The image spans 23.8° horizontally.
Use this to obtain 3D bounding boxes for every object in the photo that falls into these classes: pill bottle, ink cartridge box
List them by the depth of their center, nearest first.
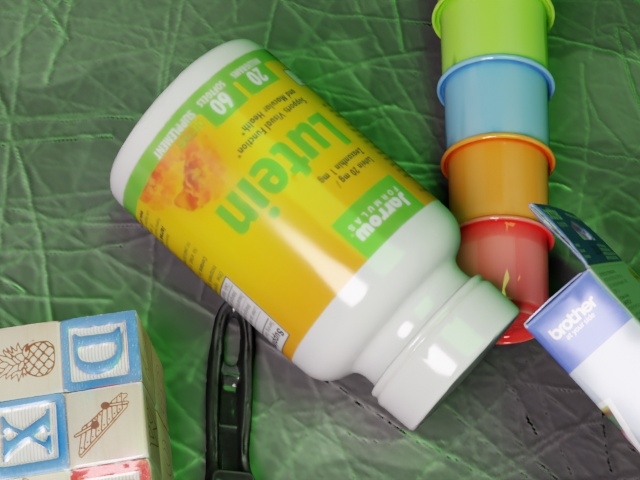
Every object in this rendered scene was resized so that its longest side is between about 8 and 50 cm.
[{"bbox_3d":[0.000,0.000,0.951,0.246,0.136,0.136,42,58,9],"label":"pill bottle"},{"bbox_3d":[0.232,0.108,0.951,0.065,0.186,0.311,-42,79,13],"label":"ink cartridge box"}]

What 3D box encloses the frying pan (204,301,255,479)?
[{"bbox_3d":[-0.033,0.197,0.889,0.197,0.053,0.326,28,60,-1],"label":"frying pan"}]

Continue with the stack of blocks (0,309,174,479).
[{"bbox_3d":[-0.159,0.198,0.790,0.171,0.087,0.297,-9,63,1],"label":"stack of blocks"}]

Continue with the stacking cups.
[{"bbox_3d":[0.118,-0.084,1.068,0.096,0.096,0.316,11,60,-12],"label":"stacking cups"}]
